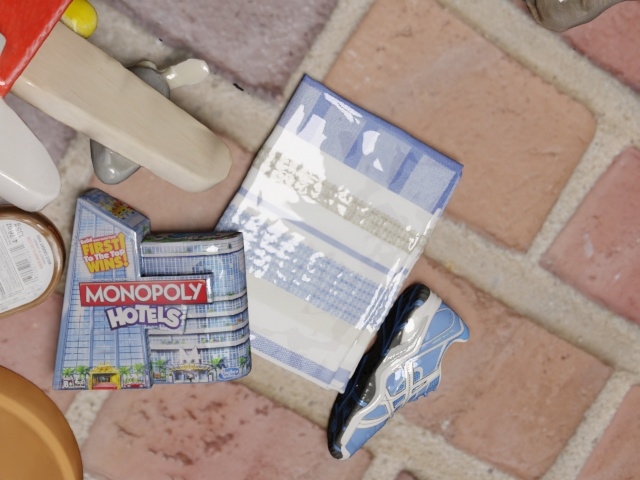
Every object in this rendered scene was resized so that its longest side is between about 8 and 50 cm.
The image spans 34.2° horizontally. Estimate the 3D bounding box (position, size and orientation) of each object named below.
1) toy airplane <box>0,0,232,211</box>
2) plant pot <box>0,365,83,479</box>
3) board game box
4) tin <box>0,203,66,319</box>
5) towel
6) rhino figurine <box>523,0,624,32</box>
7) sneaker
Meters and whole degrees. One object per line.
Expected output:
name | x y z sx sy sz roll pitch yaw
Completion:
toy airplane | -0.272 -0.190 0.850 0.384 0.272 0.386 -20 96 -39
plant pot | -0.378 0.279 0.993 0.291 0.203 0.291 -3 106 -10
board game box | -0.173 0.046 1.025 0.194 0.060 0.194 -2 103 7
tin | -0.345 0.032 1.020 0.189 0.040 0.106 -21 104 -5
towel | 0.000 0.000 1.083 0.209 0.034 0.285 28 96 -15
rhino figurine | 0.306 -0.289 1.045 0.243 0.073 0.106 -22 105 -6
sneaker | 0.081 0.154 1.117 0.081 0.080 0.211 32 98 -15
